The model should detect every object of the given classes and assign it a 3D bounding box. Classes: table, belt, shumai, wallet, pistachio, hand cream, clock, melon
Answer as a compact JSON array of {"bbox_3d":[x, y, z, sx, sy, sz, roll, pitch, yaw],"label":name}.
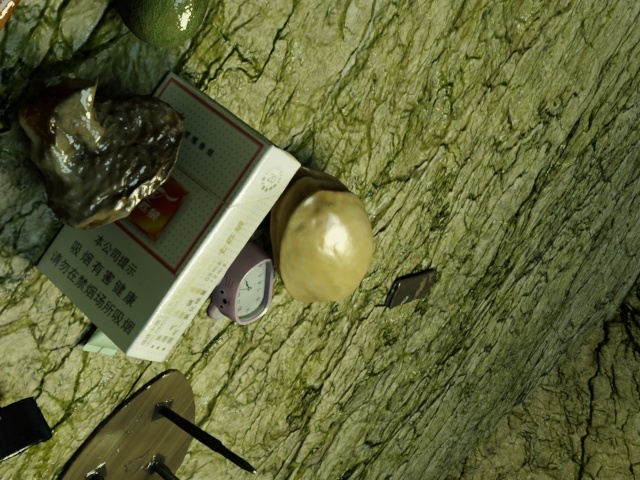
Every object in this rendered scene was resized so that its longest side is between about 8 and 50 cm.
[{"bbox_3d":[-0.243,0.442,1.802,0.317,0.249,0.317,-35,146,-28],"label":"table"},{"bbox_3d":[-0.472,0.285,1.427,0.151,0.078,0.198,-30,177,32],"label":"belt"},{"bbox_3d":[-0.280,-0.129,1.264,0.206,0.166,0.175,-54,126,-21],"label":"shumai"},{"bbox_3d":[0.203,0.108,2.305,0.157,0.018,0.082,-11,131,-51],"label":"wallet"},{"bbox_3d":[0.000,0.000,1.756,0.182,0.162,0.293,-29,145,-15],"label":"pistachio"},{"bbox_3d":[-0.281,0.095,1.580,0.205,0.050,0.078,-51,153,7],"label":"hand cream"},{"bbox_3d":[-0.136,0.083,1.765,0.110,0.050,0.152,-30,144,-34],"label":"clock"},{"bbox_3d":[-0.186,-0.301,1.216,0.114,0.114,0.167,-26,142,-38],"label":"melon"}]

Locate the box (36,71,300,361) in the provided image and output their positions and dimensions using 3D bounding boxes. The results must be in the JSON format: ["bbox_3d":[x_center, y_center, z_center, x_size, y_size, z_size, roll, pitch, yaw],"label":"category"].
[{"bbox_3d":[-0.206,-0.033,1.379,0.330,0.210,0.095,-54,152,3],"label":"box"}]

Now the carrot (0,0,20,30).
[{"bbox_3d":[-0.378,-0.209,1.103,0.247,0.059,0.059,-56,151,3],"label":"carrot"}]
